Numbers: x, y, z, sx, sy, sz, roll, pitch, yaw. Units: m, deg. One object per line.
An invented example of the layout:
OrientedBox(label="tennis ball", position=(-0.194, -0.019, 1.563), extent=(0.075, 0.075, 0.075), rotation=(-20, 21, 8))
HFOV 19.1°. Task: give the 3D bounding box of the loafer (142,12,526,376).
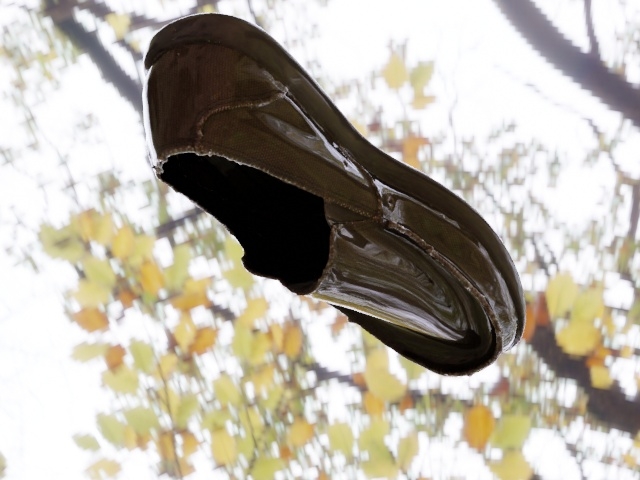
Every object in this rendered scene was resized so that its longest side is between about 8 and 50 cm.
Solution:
OrientedBox(label="loafer", position=(0.000, 0.000, 1.341), extent=(0.134, 0.366, 0.130), rotation=(-25, -144, 41))
